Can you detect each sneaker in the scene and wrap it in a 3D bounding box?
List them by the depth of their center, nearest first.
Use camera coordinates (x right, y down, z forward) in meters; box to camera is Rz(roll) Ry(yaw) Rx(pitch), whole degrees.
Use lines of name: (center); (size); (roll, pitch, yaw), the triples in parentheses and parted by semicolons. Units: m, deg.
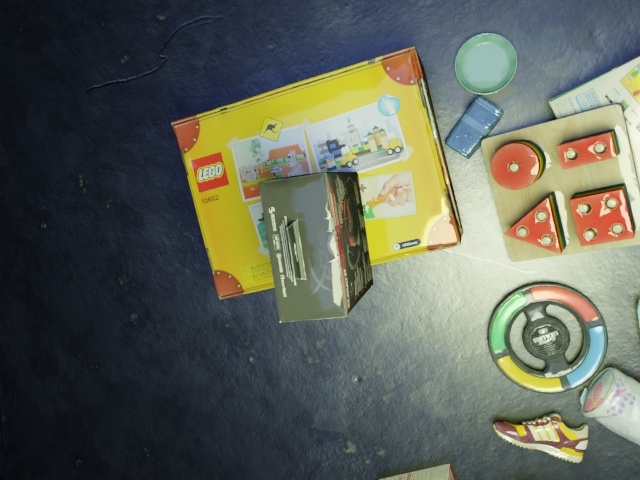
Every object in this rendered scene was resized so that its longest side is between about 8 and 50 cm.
sneaker: (0.449, 0.385, 1.225); (0.186, 0.069, 0.083); (15, 90, 6)

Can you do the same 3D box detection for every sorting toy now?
sorting toy: (0.443, -0.092, 1.112); (0.256, 0.089, 0.256); (-11, 98, 34)

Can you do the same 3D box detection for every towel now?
towel: (0.310, -0.229, 1.213); (0.067, 0.029, 0.119); (38, 102, 8)

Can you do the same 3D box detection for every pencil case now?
pencil case: (0.645, 0.356, 1.144); (0.273, 0.124, 0.113); (31, 75, 8)

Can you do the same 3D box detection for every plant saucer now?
plant saucer: (0.331, -0.352, 1.199); (0.120, 0.021, 0.119); (1, 96, 13)

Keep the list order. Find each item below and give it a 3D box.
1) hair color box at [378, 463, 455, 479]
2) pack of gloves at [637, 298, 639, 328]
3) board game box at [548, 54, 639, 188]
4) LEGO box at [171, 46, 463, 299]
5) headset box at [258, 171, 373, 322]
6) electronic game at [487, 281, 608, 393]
hair color box: (0.204, 0.539, 1.285); (0.167, 0.093, 0.053); (-18, 91, 16)
pack of gloves: (0.720, 0.182, 1.152); (0.195, 0.046, 0.231); (-9, 104, 15)
board game box: (0.611, -0.217, 1.062); (0.317, 0.064, 0.242); (-24, 90, 36)
LEGO box: (0.000, -0.122, 1.217); (0.501, 0.193, 0.372); (-13, 92, 15)
headset box: (0.000, 0.000, 0.979); (0.110, 0.293, 0.217); (-7, 95, 14)
electronic game: (0.456, 0.197, 1.209); (0.230, 0.048, 0.229); (2, 96, 15)
